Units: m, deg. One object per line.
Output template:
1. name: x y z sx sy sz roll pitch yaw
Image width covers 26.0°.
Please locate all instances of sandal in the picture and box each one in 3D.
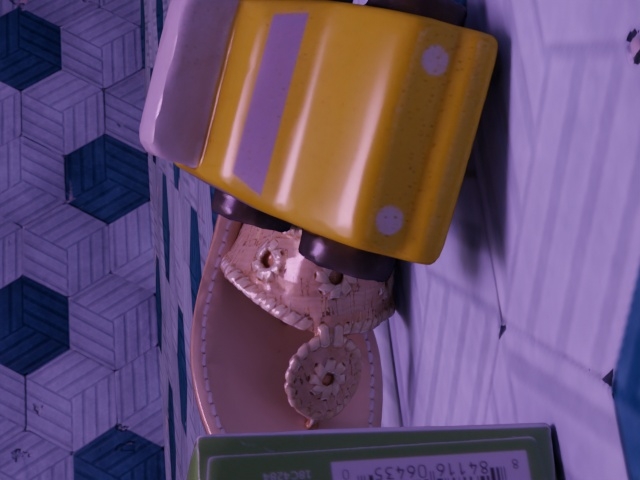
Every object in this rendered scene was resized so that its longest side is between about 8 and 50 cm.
1. sandal: -0.006 -0.001 0.612 0.079 0.088 0.240 117 157 -57

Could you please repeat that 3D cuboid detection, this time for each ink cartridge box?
1. ink cartridge box: 0.005 0.123 0.487 0.209 0.109 0.062 110 157 -65

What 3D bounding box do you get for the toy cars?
1. toy cars: -0.032 -0.135 0.579 0.176 0.087 0.393 -51 36 41
